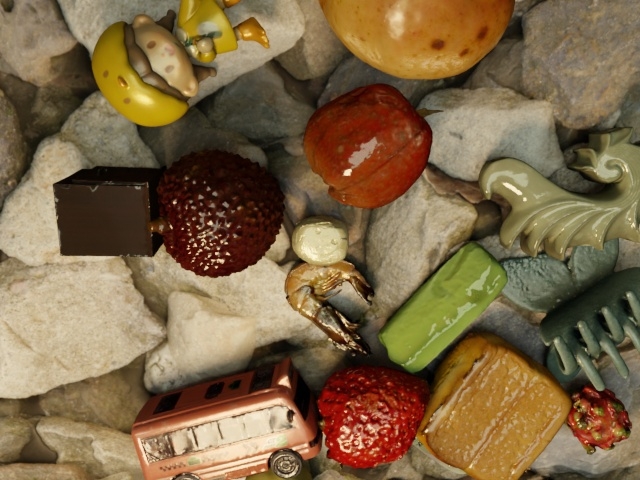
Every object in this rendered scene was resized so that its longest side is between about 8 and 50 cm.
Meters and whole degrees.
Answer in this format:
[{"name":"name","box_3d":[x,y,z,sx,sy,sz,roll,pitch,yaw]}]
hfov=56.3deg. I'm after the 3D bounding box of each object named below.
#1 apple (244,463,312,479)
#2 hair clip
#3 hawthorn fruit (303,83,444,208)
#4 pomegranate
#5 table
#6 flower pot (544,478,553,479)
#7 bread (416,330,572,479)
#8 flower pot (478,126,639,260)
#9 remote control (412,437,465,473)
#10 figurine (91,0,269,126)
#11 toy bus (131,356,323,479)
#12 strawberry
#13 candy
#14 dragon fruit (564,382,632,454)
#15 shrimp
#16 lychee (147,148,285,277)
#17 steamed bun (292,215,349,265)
[{"name":"apple","box_3d":[-0.104,0.646,1.529,0.200,0.200,0.200,-1,108,-2]},{"name":"hair clip","box_3d":[0.647,0.174,1.384,0.318,0.238,0.392,-32,105,4]},{"name":"hawthorn fruit","box_3d":[0.095,-0.197,1.236,0.258,0.258,0.262,34,124,-12]},{"name":"pomegranate","box_3d":[0.173,-0.468,1.105,0.410,0.410,0.410,-1,108,-2]},{"name":"table","box_3d":[-0.443,-0.071,1.289,0.193,0.169,0.172,1,107,-2]},{"name":"flower pot","box_3d":[0.578,0.849,1.581,0.293,0.293,0.330,39,109,-13]},{"name":"bread","box_3d":[0.421,0.418,1.493,0.328,0.148,0.337,31,96,-12]},{"name":"flower pot","box_3d":[0.555,-0.095,1.330,0.367,0.164,0.254,-15,97,6]},{"name":"remote control","box_3d":[0.308,0.527,1.578,0.256,0.045,0.097,40,93,-10]},{"name":"figurine","box_3d":[-0.283,-0.374,1.199,0.343,0.187,0.215,-30,97,1]},{"name":"toy bus","box_3d":[-0.218,0.449,1.450,0.427,0.203,0.233,-16,103,5]},{"name":"strawberry","box_3d":[0.132,0.400,1.414,0.277,0.257,0.257,-24,107,10]},{"name":"candy","box_3d":[0.287,0.161,1.412,0.132,0.142,0.343,42,101,-4]},{"name":"dragon fruit","box_3d":[0.686,0.447,1.507,0.172,0.160,0.166,31,68,-22]},{"name":"shrimp","box_3d":[0.051,0.150,1.440,0.289,0.075,0.178,42,99,-1]},{"name":"lychee","box_3d":[-0.216,-0.057,1.258,0.304,0.275,0.276,-11,111,-32]},{"name":"steamed bun","box_3d":[0.000,0.000,1.371,0.130,0.091,0.112,1,103,0]}]
